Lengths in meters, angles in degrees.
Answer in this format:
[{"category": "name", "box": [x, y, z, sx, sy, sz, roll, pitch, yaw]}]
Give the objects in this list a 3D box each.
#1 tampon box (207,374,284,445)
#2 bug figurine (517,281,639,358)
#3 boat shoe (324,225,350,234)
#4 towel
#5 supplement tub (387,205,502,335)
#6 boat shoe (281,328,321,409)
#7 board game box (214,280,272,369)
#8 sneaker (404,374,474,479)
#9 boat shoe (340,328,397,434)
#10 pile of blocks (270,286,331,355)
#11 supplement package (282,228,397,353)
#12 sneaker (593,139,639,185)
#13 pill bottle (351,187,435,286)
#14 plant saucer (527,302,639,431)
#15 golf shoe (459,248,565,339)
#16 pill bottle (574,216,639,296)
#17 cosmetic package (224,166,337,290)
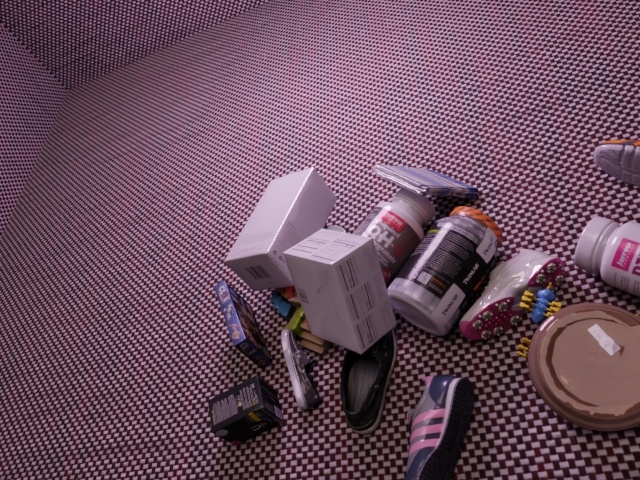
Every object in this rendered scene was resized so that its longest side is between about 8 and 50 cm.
[{"category": "tampon box", "box": [-0.204, 0.466, 1.484, 0.161, 0.120, 0.101, -29, 46, 8]}, {"category": "bug figurine", "box": [0.583, 0.228, 1.246, 0.279, 0.072, 0.216, 24, 77, 30]}, {"category": "boat shoe", "box": [0.000, 0.000, 1.754, 0.114, 0.091, 0.302, -52, 34, -10]}, {"category": "towel", "box": [0.315, -0.176, 1.622, 0.209, 0.285, 0.034, 34, 116, 41]}, {"category": "supplement tub", "box": [0.332, 0.075, 1.434, 0.194, 0.193, 0.316, 26, 71, 40]}, {"category": "boat shoe", "box": [-0.049, 0.347, 1.504, 0.076, 0.080, 0.228, -18, 61, 3]}, {"category": "board game box", "box": [-0.234, 0.252, 1.640, 0.042, 0.165, 0.243, -33, 47, 3]}, {"category": "sneaker", "box": [0.247, 0.460, 1.261, 0.131, 0.112, 0.319, -2, 50, 49]}, {"category": "boat shoe", "box": [0.114, 0.319, 1.423, 0.127, 0.113, 0.340, -2, 54, 30]}, {"category": "pile of blocks", "box": [-0.087, 0.192, 1.639, 0.149, 0.112, 0.362, -40, 46, -4]}, {"category": "supplement package", "box": [0.051, 0.124, 1.408, 0.145, 0.261, 0.204, -32, 26, -31]}, {"category": "sneaker", "box": [0.901, -0.239, 1.423, 0.321, 0.124, 0.180, 17, 61, 26]}, {"category": "pill bottle", "box": [0.189, 0.001, 1.586, 0.176, 0.176, 0.318, 29, 73, 41]}, {"category": "plant saucer", "box": [0.590, 0.261, 1.162, 0.278, 0.041, 0.277, -10, 62, 19]}, {"category": "golf shoe", "box": [0.467, 0.134, 1.386, 0.306, 0.115, 0.140, -35, 32, -4]}, {"category": "pill bottle", "box": [0.748, 0.052, 1.239, 0.283, 0.160, 0.160, 26, 71, 41]}, {"category": "cosmetic package", "box": [-0.115, -0.038, 1.682, 0.197, 0.155, 0.365, -11, 40, 41]}]
